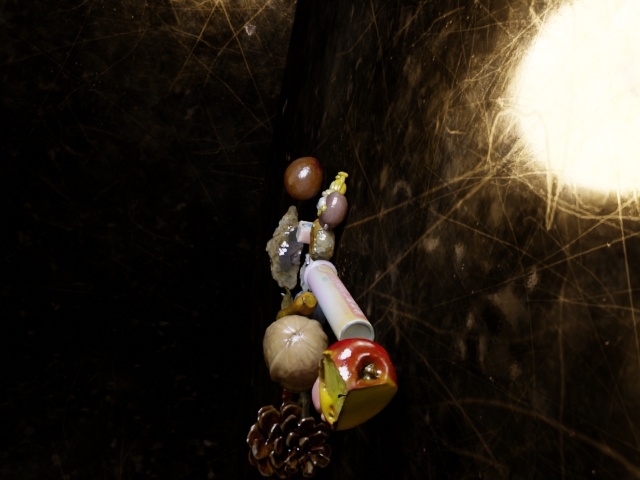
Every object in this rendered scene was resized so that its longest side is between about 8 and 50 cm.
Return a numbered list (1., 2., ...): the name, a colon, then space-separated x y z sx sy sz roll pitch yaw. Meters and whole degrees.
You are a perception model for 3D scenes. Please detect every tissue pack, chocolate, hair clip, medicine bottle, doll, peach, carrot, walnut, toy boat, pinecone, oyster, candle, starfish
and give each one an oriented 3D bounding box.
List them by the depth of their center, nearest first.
1. peach: 0.081 0.316 1.243 0.267 0.154 0.158 98 161 -48
2. medicine bottle: 0.047 0.177 1.560 0.426 0.108 0.108 -126 45 -67
3. pinecone: -0.089 0.599 1.650 0.309 0.244 0.244 -25 58 52
4. walnut: -0.077 0.348 1.731 0.261 0.225 0.225 92 175 -53
5. doll: 0.037 -0.119 1.752 0.145 0.096 0.188 123 161 -47
6. carrot: -0.082 0.229 1.825 0.260 0.070 0.070 141 134 -60
7. hair clip: -0.063 0.623 1.871 0.146 0.075 0.257 127 141 -52
8. toy boat: -0.049 0.243 1.955 0.283 0.078 0.127 154 121 -74
9. tissue pack: -0.034 -0.026 1.978 0.059 0.094 0.074 -103 25 -56
10. chocolate: -0.055 -0.235 2.078 0.177 0.177 0.176 -174 90 -76
11. hair clip: -0.051 0.119 2.086 0.220 0.054 0.140 113 155 -56
12. candle: -0.135 0.509 2.253 0.051 0.048 0.329 -45 38 48
13. starfish: -0.133 0.287 2.295 0.223 0.050 0.217 88 156 -44
14. oyster: -0.134 0.026 2.296 0.110 0.166 0.341 -177 106 -80

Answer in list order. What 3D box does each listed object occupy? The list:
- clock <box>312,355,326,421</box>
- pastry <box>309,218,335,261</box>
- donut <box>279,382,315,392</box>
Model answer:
1. clock: 0.036 0.390 1.522 0.166 0.093 0.162 -114 36 -65
2. pastry: 0.005 0.000 1.844 0.153 0.081 0.153 -177 90 -87
3. donut: -0.086 0.438 1.899 0.078 0.146 0.181 88 177 -61
